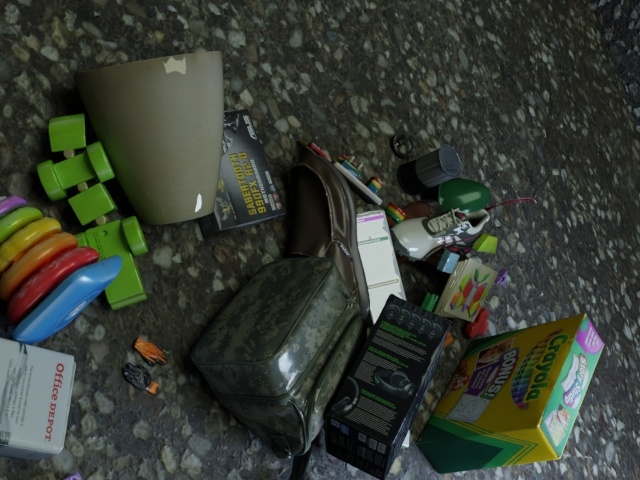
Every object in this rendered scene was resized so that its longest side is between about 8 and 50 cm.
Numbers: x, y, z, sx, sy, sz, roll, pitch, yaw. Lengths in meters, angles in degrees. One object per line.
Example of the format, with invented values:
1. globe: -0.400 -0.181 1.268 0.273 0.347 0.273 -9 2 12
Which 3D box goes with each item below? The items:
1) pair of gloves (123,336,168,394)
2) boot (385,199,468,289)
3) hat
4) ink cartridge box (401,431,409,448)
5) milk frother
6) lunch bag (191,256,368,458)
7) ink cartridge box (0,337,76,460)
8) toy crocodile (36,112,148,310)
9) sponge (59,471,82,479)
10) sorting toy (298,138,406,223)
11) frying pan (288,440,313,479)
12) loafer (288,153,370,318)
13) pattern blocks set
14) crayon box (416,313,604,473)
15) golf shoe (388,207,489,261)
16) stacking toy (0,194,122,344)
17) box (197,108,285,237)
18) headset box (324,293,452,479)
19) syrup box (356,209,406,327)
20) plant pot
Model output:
1. pair of gloves: -0.296 0.213 1.502 0.074 0.010 0.083 39 52 -29
2. boot: 0.214 0.042 2.026 0.280 0.096 0.264 -17 89 -45
3. hat: 0.407 -0.103 2.181 0.208 0.183 0.173 -58 136 -48
4. ink cartridge box: 0.131 0.321 1.845 0.109 0.062 0.209 27 55 -34
5. milk frother: 0.251 -0.203 2.134 0.143 0.134 0.129 49 45 -19
6. lunch bag: -0.047 0.209 1.622 0.305 0.212 0.256 -55 130 -41
7. ink cartridge box: -0.472 0.222 1.266 0.208 0.087 0.153 23 58 -36
8. toy crocodile: -0.375 -0.051 1.476 0.115 0.105 0.341 -23 91 -6
9. sponge: -0.415 0.436 1.274 0.210 0.031 0.117 -24 91 -47
10. sorting toy: 0.073 -0.143 1.918 0.274 0.132 0.046 40 87 -8
11. frying pan: -0.076 0.469 1.569 0.197 0.053 0.326 -3 33 -14
12. loafer: 0.000 0.000 1.797 0.130 0.134 0.366 -11 82 -37
13. pattern blocks set: 0.337 0.119 2.032 0.324 0.026 0.285 -2 114 -50
14. crayon box: 0.421 0.334 1.944 0.106 0.313 0.363 54 44 -14
15. golf shoe: 0.257 -0.028 1.955 0.272 0.120 0.105 -6 56 -42
16. stacking toy: -0.467 -0.006 1.337 0.302 0.165 0.175 48 12 0
17. box: -0.183 -0.135 1.729 0.183 0.056 0.231 -16 84 -48
18. headset box: 0.129 0.271 1.665 0.131 0.246 0.283 24 65 13
19. syrup box: 0.105 0.062 1.876 0.096 0.093 0.237 -10 84 -25
20. plant pot: -0.273 -0.173 1.545 0.256 0.256 0.274 -22 106 -47
